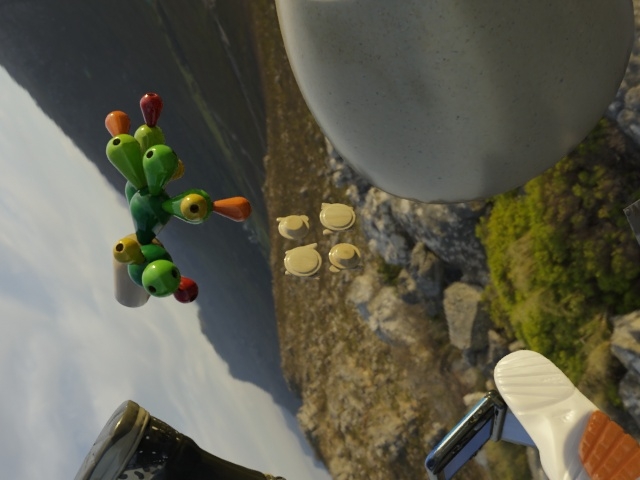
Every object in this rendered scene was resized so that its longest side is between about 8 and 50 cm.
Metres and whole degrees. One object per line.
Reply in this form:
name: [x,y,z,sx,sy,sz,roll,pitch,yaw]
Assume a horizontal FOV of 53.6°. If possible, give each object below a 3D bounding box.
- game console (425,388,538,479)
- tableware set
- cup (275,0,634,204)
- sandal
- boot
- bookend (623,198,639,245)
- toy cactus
game console: [0.338,0.393,1.142,0.173,0.250,0.293,41,168,29]
tableware set: [0.000,0.000,1.107,0.020,0.140,0.169,93,169,-52]
cup: [0.090,-0.226,0.570,0.331,0.331,0.237,53,-166,31]
sandal: [0.302,0.239,0.745,0.076,0.101,0.265,59,-177,-40]
boot: [-0.138,0.266,0.529,0.178,0.237,0.085,27,-170,-14]
bookend: [0.519,0.002,0.849,0.072,0.156,0.157,124,132,-62]
toy cactus: [-0.148,-0.014,0.574,0.219,0.112,0.181,60,139,37]
